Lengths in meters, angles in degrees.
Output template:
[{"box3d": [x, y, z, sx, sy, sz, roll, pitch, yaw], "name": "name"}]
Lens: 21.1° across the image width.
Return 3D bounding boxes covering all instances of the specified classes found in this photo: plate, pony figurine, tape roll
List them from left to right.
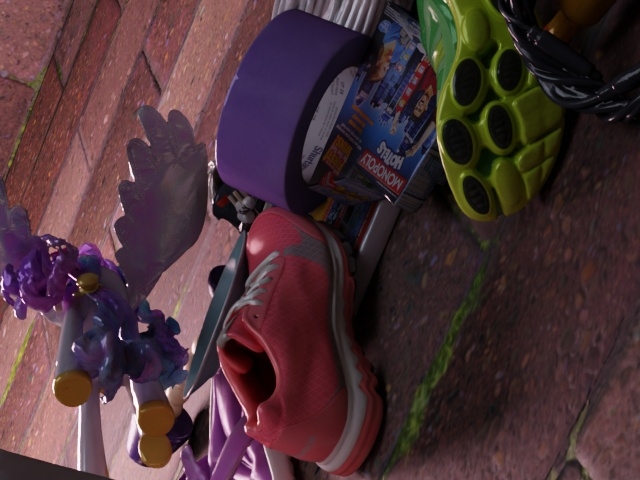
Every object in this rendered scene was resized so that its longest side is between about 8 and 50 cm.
[{"box3d": [-0.248, 0.070, 1.861, 0.363, 0.303, 0.351, -108, 11, -50], "name": "pony figurine"}, {"box3d": [-0.102, 0.080, 1.794, 0.188, 0.024, 0.188, -161, 90, -84], "name": "plate"}, {"box3d": [-0.020, -0.125, 1.680, 0.189, 0.080, 0.189, -54, -22, -33], "name": "tape roll"}]

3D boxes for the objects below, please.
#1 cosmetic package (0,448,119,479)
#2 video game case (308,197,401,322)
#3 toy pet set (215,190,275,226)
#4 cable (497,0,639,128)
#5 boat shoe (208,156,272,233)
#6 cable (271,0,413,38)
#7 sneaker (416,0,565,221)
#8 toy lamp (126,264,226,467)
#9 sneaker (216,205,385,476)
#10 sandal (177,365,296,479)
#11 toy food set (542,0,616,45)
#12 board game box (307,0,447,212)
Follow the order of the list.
[{"box3d": [-0.152, 0.399, 1.345, 0.329, 0.394, 0.327, -40, 37, 54], "name": "cosmetic package"}, {"box3d": [0.000, 0.000, 1.808, 0.204, 0.025, 0.285, -67, 21, 13], "name": "video game case"}, {"box3d": [-0.034, -0.061, 1.840, 0.122, 0.065, 0.114, -44, 11, -23], "name": "toy pet set"}, {"box3d": [0.209, -0.165, 1.290, 0.184, 0.047, 0.150, 22, 122, 43], "name": "cable"}, {"box3d": [-0.094, -0.068, 1.995, 0.254, 0.079, 0.095, -96, 28, -68], "name": "boat shoe"}, {"box3d": [0.027, -0.260, 1.864, 0.257, 0.089, 0.257, -60, 23, 28], "name": "cable"}, {"box3d": [0.141, -0.160, 1.446, 0.123, 0.109, 0.295, 68, -164, -78], "name": "sneaker"}, {"box3d": [-0.154, 0.154, 2.004, 0.080, 0.080, 0.274, -103, 35, -54], "name": "toy lamp"}, {"box3d": [-0.038, 0.075, 1.627, 0.116, 0.136, 0.313, -53, 37, 34], "name": "sneaker"}, {"box3d": [-0.104, 0.236, 1.767, 0.169, 0.102, 0.416, -58, 23, 35], "name": "sandal"}, {"box3d": [0.188, -0.273, 1.398, 0.232, 0.111, 0.104, 59, 137, 22], "name": "toy food set"}, {"box3d": [0.075, -0.102, 1.614, 0.194, 0.060, 0.194, -60, 32, 13], "name": "board game box"}]
